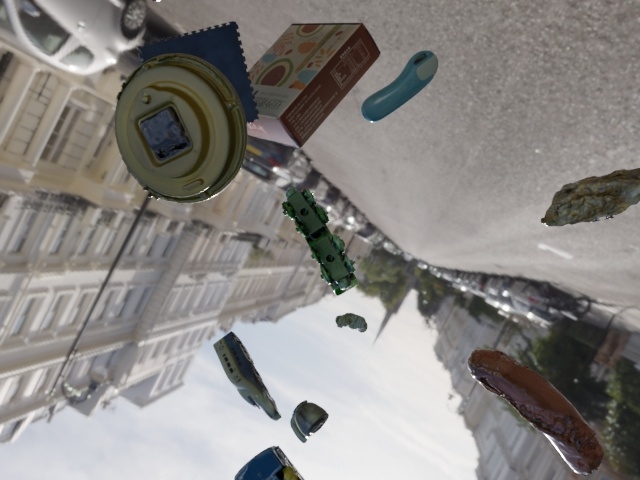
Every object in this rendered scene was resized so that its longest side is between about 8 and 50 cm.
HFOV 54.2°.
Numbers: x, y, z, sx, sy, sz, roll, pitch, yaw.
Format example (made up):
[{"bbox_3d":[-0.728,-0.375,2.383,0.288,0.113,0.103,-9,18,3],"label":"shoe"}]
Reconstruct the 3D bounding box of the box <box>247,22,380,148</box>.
[{"bbox_3d":[-0.071,-0.472,1.849,0.345,0.385,0.122,22,159,49],"label":"box"}]

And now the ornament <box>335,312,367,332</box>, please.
[{"bbox_3d":[0.074,0.192,1.474,0.092,0.041,0.068,12,166,-19],"label":"ornament"}]

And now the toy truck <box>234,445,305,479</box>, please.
[{"bbox_3d":[-0.065,0.730,1.662,0.385,0.161,0.162,50,175,5],"label":"toy truck"}]

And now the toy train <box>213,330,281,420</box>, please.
[{"bbox_3d":[-0.127,0.241,1.076,0.052,0.051,0.234,60,172,-32],"label":"toy train"}]

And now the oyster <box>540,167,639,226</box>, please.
[{"bbox_3d":[0.505,-0.091,1.109,0.209,0.133,0.072,-24,107,46],"label":"oyster"}]

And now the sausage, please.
[{"bbox_3d":[0.391,0.297,1.104,0.327,0.087,0.079,43,-156,-11],"label":"sausage"}]

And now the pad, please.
[{"bbox_3d":[-0.302,-0.396,1.593,0.269,0.269,0.012,-20,-154,-21],"label":"pad"}]

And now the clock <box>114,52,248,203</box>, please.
[{"bbox_3d":[-0.226,-0.166,0.956,0.237,0.237,0.057,28,-157,10],"label":"clock"}]

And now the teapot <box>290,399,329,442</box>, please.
[{"bbox_3d":[-0.042,0.616,2.166,0.108,0.111,0.149,43,149,26],"label":"teapot"}]

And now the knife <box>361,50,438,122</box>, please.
[{"bbox_3d":[0.153,-0.295,1.196,0.031,0.222,0.064,-1,127,57],"label":"knife"}]

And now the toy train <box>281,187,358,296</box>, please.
[{"bbox_3d":[0.000,0.000,1.337,0.251,0.085,0.119,61,179,19],"label":"toy train"}]
